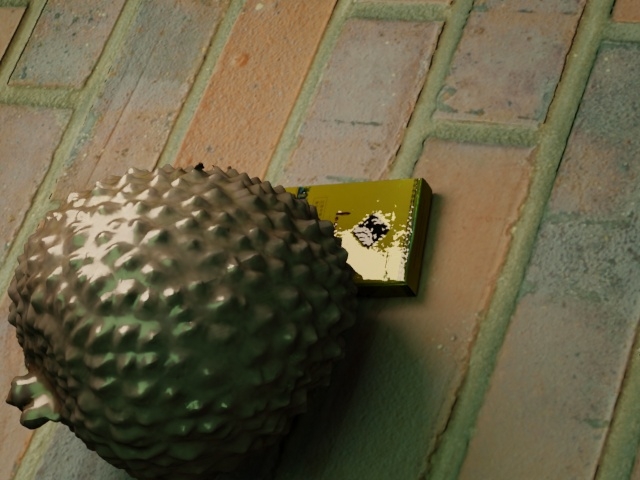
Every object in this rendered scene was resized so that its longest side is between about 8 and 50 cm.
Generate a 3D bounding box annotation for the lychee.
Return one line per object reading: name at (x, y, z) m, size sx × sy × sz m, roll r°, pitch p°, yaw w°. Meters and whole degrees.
lychee at (-0.164, 0.099, 1.850) m, size 0.432 × 0.380 × 0.380 m, roll -26°, pitch 48°, yaw -18°

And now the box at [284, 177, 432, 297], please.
box at (-0.001, 0.000, 2.028) m, size 0.279 × 0.041 × 0.153 m, roll -3°, pitch 59°, yaw 26°

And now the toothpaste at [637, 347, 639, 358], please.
toothpaste at (0.438, 0.112, 1.726) m, size 0.178 × 0.043 × 0.037 m, roll -20°, pitch 52°, yaw 15°
